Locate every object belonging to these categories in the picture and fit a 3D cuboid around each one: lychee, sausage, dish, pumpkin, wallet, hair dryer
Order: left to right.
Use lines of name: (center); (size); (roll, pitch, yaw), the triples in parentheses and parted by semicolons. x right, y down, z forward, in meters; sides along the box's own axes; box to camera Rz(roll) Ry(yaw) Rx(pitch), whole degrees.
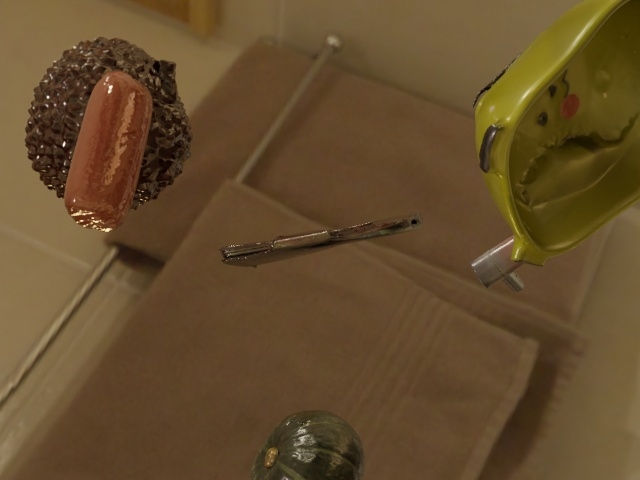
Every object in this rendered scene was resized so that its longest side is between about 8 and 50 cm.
sausage: (-0.194, -0.084, 0.878); (0.062, 0.062, 0.154); (90, -174, -64)
lychee: (-0.380, -0.209, 1.727); (0.330, 0.306, 0.306); (-36, -5, 13)
pumpkin: (-0.020, 0.365, 1.480); (0.212, 0.152, 0.212); (-57, 16, 26)
wallet: (0.000, 0.000, 1.239); (0.137, 0.255, 0.031); (0, -102, -70)
hair dryer: (0.228, 0.038, 1.137); (0.063, 0.037, 0.114); (-34, -34, 13)
dish: (0.230, -0.117, 0.902); (0.262, 0.108, 0.221); (-41, -50, -13)
